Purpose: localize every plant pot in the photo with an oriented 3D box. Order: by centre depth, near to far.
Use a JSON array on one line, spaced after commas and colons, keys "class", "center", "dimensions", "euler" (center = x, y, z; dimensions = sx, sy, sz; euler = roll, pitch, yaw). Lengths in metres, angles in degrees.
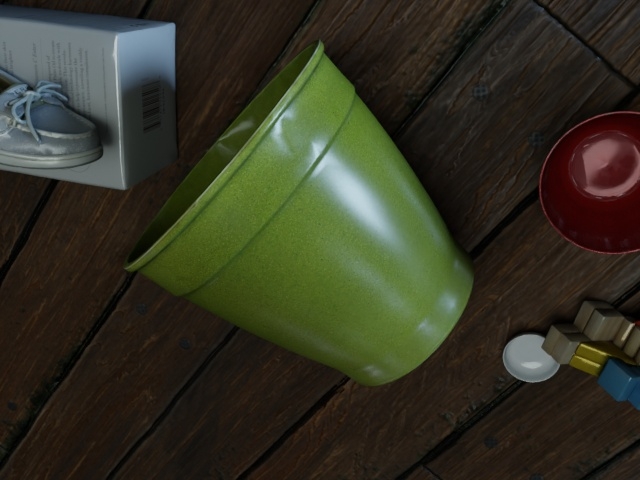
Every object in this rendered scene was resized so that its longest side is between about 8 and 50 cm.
[{"class": "plant pot", "center": [0.000, 0.000, 0.859], "dimensions": [0.353, 0.366, 0.366], "euler": [41, 117, -16]}]

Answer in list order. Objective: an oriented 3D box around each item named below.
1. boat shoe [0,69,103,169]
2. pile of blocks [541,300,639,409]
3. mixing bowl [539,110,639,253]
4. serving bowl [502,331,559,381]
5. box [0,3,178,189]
[{"class": "boat shoe", "center": [-0.419, -0.182, 0.820], "dimensions": [0.320, 0.118, 0.103], "euler": [26, 121, 12]}, {"class": "pile of blocks", "center": [0.495, 0.174, 0.873], "dimensions": [0.362, 0.149, 0.113], "euler": [19, 116, 8]}, {"class": "mixing bowl", "center": [0.371, -0.083, 0.830], "dimensions": [0.181, 0.098, 0.181], "euler": [5, 112, 13]}, {"class": "serving bowl", "center": [0.321, 0.173, 0.989], "dimensions": [0.083, 0.027, 0.083], "euler": [6, 113, 14]}, {"class": "box", "center": [-0.403, -0.221, 0.956], "dimensions": [0.345, 0.168, 0.215], "euler": [10, 114, 11]}]
